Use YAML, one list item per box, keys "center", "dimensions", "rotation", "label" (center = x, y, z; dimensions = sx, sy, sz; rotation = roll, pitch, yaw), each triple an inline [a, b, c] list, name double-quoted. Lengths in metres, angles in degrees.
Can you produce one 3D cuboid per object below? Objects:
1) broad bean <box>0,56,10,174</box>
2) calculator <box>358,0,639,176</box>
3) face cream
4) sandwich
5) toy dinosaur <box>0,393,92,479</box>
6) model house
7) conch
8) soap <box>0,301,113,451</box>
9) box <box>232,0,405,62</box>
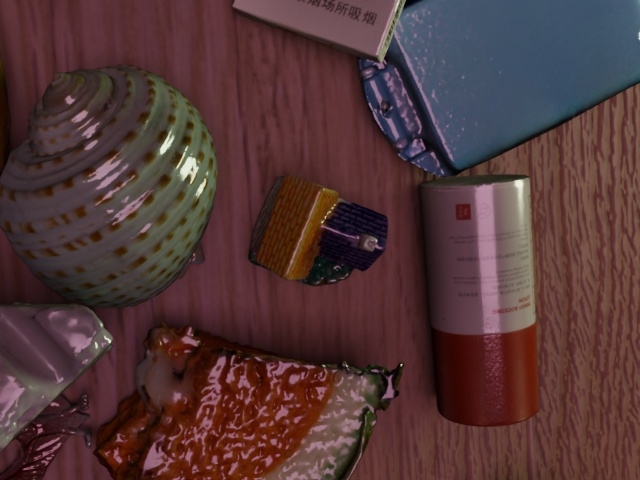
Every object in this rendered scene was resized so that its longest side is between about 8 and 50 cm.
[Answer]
- center: [-0.322, -0.129, 0.634]
  dimensions: [0.156, 0.122, 0.228]
  rotation: [-20, 97, -11]
  label: "broad bean"
- center: [0.174, -0.178, 0.765]
  dimensions: [0.293, 0.051, 0.172]
  rotation: [-27, 99, -7]
  label: "calculator"
- center: [0.145, 0.051, 0.765]
  dimensions: [0.096, 0.096, 0.214]
  rotation: [-7, 99, -11]
  label: "face cream"
- center: [-0.085, 0.187, 0.734]
  dimensions: [0.212, 0.109, 0.292]
  rotation: [28, 88, -7]
  label: "sandwich"
- center: [-0.253, 0.164, 0.731]
  dimensions: [0.108, 0.032, 0.220]
  rotation: [-2, 100, -14]
  label: "toy dinosaur"
- center: [0.000, 0.000, 0.727]
  dimensions: [0.101, 0.100, 0.087]
  rotation: [21, 92, -14]
  label: "model house"
- center: [-0.147, -0.043, 0.665]
  dimensions: [0.200, 0.131, 0.172]
  rotation: [45, 50, -21]
  label: "conch"
- center: [-0.331, 0.059, 0.616]
  dimensions: [0.258, 0.159, 0.302]
  rotation: [-44, 90, -8]
  label: "soap"
- center: [0.031, -0.285, 0.707]
  dimensions: [0.139, 0.035, 0.245]
  rotation: [23, 94, 11]
  label: "box"
